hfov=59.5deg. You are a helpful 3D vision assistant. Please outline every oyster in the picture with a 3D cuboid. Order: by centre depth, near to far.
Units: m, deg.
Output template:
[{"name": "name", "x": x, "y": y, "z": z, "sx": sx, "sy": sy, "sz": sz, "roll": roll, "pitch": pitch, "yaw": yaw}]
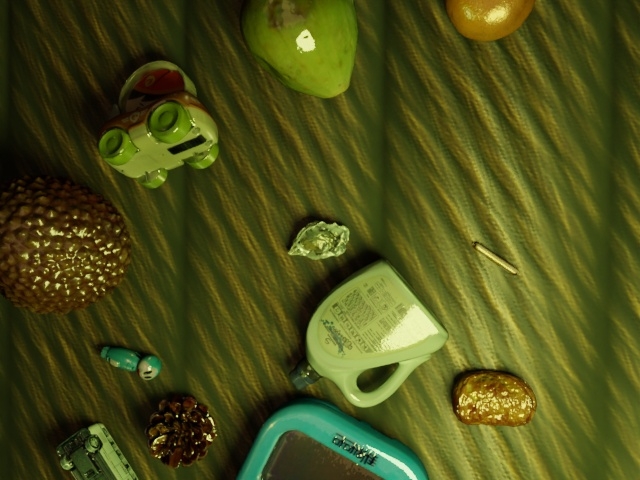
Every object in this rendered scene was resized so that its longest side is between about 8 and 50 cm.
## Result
[{"name": "oyster", "x": 0.000, "y": 0.001, "z": 1.075, "sx": 0.100, "sy": 0.037, "sz": 0.098, "roll": 20, "pitch": 113, "yaw": -11}]

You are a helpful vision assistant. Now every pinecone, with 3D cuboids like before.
[{"name": "pinecone", "x": -0.274, "y": 0.367, "z": 1.077, "sx": 0.140, "sy": 0.121, "sz": 0.141, "roll": -1, "pitch": 82, "yaw": 9}]

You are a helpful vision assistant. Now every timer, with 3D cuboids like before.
[{"name": "timer", "x": 0.016, "y": 0.473, "z": 1.030, "sx": 0.339, "sy": 0.115, "sz": 0.309, "roll": 27, "pitch": 96, "yaw": 8}]

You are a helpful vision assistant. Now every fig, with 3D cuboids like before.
[{"name": "fig", "x": -0.033, "y": -0.366, "z": 0.985, "sx": 0.207, "sy": 0.207, "sz": 0.230, "roll": -18, "pitch": 87, "yaw": 9}]

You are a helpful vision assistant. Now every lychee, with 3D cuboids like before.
[{"name": "lychee", "x": -0.489, "y": 0.005, "z": 1.051, "sx": 0.267, "sy": 0.267, "sz": 0.268, "roll": 0, "pitch": 91, "yaw": 10}]

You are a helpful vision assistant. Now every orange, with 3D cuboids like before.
[{"name": "orange", "x": 0.293, "y": -0.427, "z": 0.968, "sx": 0.156, "sy": 0.124, "sz": 0.156, "roll": 6, "pitch": 111, "yaw": 16}]

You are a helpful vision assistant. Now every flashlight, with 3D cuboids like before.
[{"name": "flashlight", "x": -0.383, "y": 0.244, "z": 1.133, "sx": 0.128, "sy": 0.051, "sz": 0.051, "roll": 15, "pitch": 93, "yaw": 16}]

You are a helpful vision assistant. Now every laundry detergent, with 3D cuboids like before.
[{"name": "laundry detergent", "x": 0.070, "y": 0.189, "z": 1.022, "sx": 0.280, "sy": 0.105, "sz": 0.215, "roll": -42, "pitch": 86, "yaw": 6}]

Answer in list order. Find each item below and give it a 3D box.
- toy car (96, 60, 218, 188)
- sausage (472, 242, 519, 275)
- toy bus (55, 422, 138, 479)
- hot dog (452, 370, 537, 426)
[{"name": "toy car", "x": -0.321, "y": -0.239, "z": 1.084, "sx": 0.234, "sy": 0.145, "sz": 0.235, "roll": -5, "pitch": 71, "yaw": 16}, {"name": "sausage", "x": 0.321, "y": 0.035, "z": 1.023, "sx": 0.100, "sy": 0.015, "sz": 0.015, "roll": 35, "pitch": 96, "yaw": 8}, {"name": "toy bus", "x": -0.434, "y": 0.463, "z": 1.119, "sx": 0.087, "sy": 0.089, "sz": 0.194, "roll": -37, "pitch": 85, "yaw": 7}, {"name": "hot dog", "x": 0.309, "y": 0.287, "z": 1.004, "sx": 0.147, "sy": 0.065, "sz": 0.099, "roll": -2, "pitch": 90, "yaw": 3}]
